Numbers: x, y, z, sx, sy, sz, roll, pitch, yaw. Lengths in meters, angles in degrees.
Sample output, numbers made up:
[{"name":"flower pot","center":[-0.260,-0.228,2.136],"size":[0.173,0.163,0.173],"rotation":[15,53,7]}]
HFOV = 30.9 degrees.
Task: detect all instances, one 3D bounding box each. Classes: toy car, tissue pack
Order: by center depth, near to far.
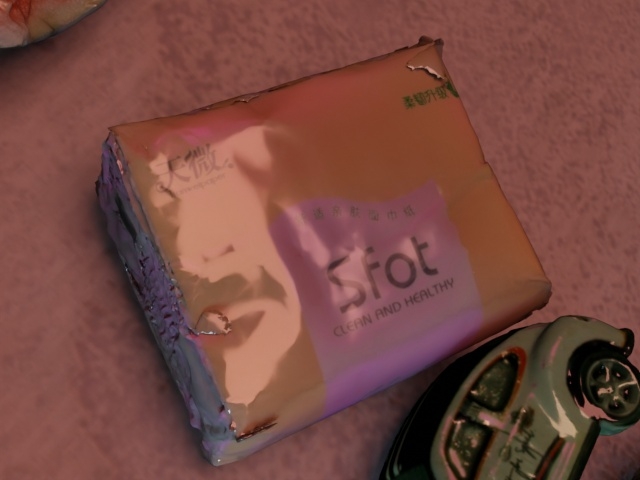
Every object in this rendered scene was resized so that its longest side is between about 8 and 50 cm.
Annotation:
[{"name":"toy car","center":[0.100,0.166,0.754],"size":[0.125,0.136,0.306],"rotation":[35,59,0]},{"name":"tissue pack","center":[0.000,0.000,0.770],"size":[0.257,0.123,0.215],"rotation":[-22,84,-26]}]

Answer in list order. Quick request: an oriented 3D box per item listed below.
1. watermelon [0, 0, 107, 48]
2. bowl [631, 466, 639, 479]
[{"name":"watermelon","center":[-0.229,-0.227,0.697],"size":[0.224,0.180,0.305],"rotation":[39,54,4]},{"name":"bowl","center":[0.299,0.232,0.848],"size":[0.211,0.112,0.211],"rotation":[11,66,-26]}]
